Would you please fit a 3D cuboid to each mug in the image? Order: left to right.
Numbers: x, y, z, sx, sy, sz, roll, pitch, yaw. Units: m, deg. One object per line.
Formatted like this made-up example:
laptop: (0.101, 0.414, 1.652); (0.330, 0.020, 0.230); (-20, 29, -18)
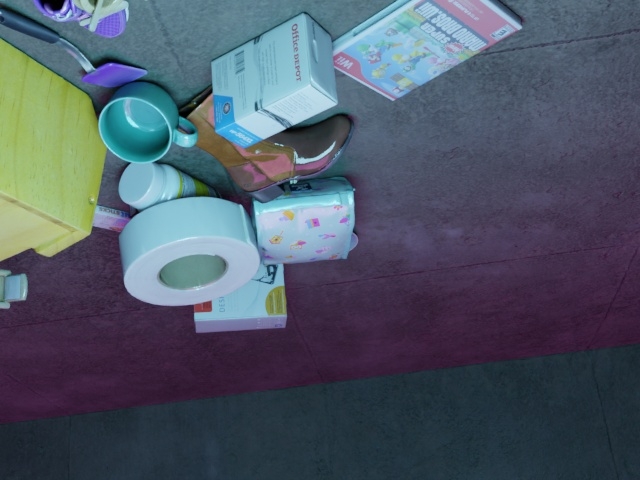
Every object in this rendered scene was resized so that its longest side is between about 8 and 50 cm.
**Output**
mug: (-0.307, -0.207, 1.621); (0.129, 0.097, 0.158); (-37, 113, 26)

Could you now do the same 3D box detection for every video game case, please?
video game case: (0.171, -0.345, 1.560); (0.285, 0.025, 0.204); (-25, 149, 36)

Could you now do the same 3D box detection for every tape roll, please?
tape roll: (-0.270, 0.026, 1.888); (0.286, 0.100, 0.286); (-11, 150, -7)

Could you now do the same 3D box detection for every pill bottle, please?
pill bottle: (-0.310, -0.089, 1.896); (0.119, 0.119, 0.208); (-21, 151, 29)

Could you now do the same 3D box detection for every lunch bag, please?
lunch bag: (-0.042, -0.050, 1.991); (0.223, 0.160, 0.262); (-5, 162, -5)

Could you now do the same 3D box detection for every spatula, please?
spatula: (-0.416, -0.312, 1.492); (0.084, 0.030, 0.296); (-19, 153, 32)

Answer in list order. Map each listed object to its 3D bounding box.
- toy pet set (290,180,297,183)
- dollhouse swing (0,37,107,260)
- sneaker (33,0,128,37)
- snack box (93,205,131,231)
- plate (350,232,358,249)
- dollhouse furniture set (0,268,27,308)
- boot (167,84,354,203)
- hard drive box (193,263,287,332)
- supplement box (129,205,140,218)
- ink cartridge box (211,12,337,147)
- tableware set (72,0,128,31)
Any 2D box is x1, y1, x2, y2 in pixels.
toy pet set: (-0.110, -0.147, 1.913); (0.122, 0.065, 0.114); (-4, -170, 4)
dollhouse swing: (-0.609, -0.134, 1.568); (0.305, 0.315, 0.347); (-6, 158, 31)
sneaker: (-0.364, -0.354, 1.326); (0.095, 0.104, 0.236); (-15, 155, 16)
snack box: (-0.448, -0.041, 2.083); (0.178, 0.022, 0.064); (14, 148, -36)
plate: (0.000, 0.000, 2.271); (0.188, 0.024, 0.188); (-4, 155, -2)
dollhouse furniture set: (-0.681, -0.026, 1.710); (0.198, 0.286, 0.303); (-7, 169, 32)
boot: (-0.107, -0.220, 1.726); (0.264, 0.096, 0.280); (-27, 135, 23)
hard drive box: (-0.208, 0.133, 2.327); (0.232, 0.181, 0.089); (-4, 155, -7)
supplement box: (-0.375, -0.077, 1.996); (0.055, 0.043, 0.083); (15, 149, -38)
ink cartridge box: (-0.079, -0.265, 1.527); (0.203, 0.148, 0.086); (-20, 151, 29)
tableware set: (-0.254, -0.367, 1.272); (0.194, 0.039, 0.128); (-30, 155, -22)
